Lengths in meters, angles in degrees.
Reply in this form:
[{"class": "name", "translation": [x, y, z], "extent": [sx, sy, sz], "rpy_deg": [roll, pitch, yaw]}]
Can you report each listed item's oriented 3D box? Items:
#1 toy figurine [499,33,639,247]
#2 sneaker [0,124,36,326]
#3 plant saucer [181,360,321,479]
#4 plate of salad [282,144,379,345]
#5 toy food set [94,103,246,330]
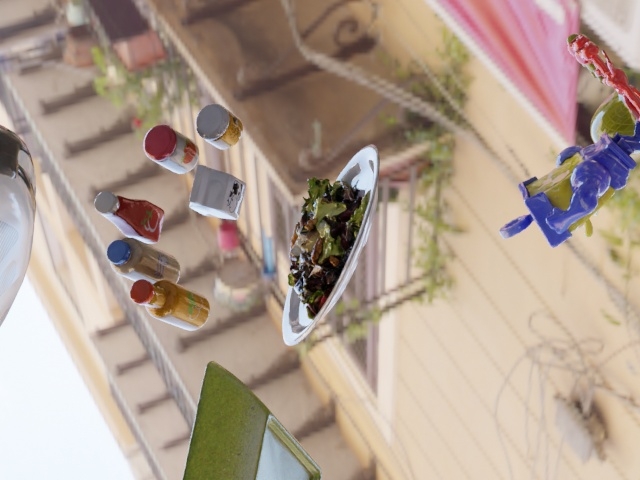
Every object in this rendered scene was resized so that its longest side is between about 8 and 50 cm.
[{"class": "toy figurine", "translation": [0.277, -0.093, 1.566], "extent": [0.217, 0.362, 0.191], "rpy_deg": [-40, -81, 11]}, {"class": "sneaker", "translation": [-0.261, 0.140, 0.857], "extent": [0.169, 0.447, 0.258], "rpy_deg": [0, -126, -33]}, {"class": "plant saucer", "translation": [-0.049, 0.212, 1.032], "extent": [0.045, 0.188, 0.188], "rpy_deg": [0, -119, 20]}, {"class": "plate of salad", "translation": [0.000, 0.000, 1.261], "extent": [0.048, 0.200, 0.200], "rpy_deg": [24, -129, -13]}, {"class": "toy food set", "translation": [-0.156, -0.036, 1.384], "extent": [0.111, 0.104, 0.232], "rpy_deg": [8, -101, 28]}]
